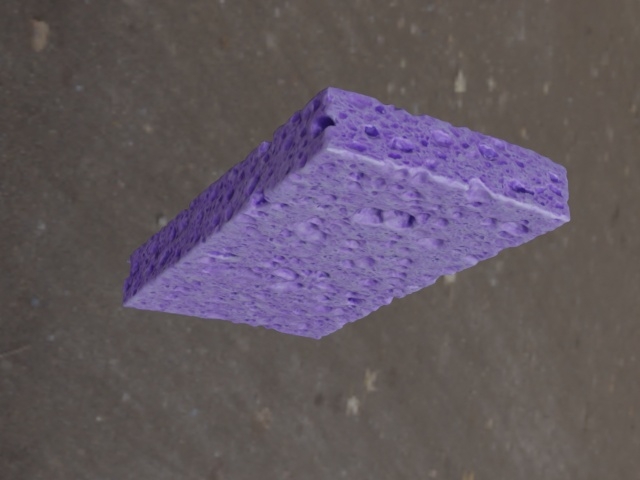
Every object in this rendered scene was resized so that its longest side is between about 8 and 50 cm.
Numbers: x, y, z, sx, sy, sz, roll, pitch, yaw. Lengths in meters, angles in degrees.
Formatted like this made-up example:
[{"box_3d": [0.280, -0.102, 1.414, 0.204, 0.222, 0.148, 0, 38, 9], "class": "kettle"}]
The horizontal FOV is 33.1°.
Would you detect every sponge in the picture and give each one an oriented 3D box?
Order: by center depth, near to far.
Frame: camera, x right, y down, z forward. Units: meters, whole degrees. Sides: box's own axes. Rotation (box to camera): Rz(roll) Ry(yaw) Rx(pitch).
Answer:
[{"box_3d": [0.000, 0.000, 0.499, 0.117, 0.210, 0.031, 14, 64, -27], "class": "sponge"}]
